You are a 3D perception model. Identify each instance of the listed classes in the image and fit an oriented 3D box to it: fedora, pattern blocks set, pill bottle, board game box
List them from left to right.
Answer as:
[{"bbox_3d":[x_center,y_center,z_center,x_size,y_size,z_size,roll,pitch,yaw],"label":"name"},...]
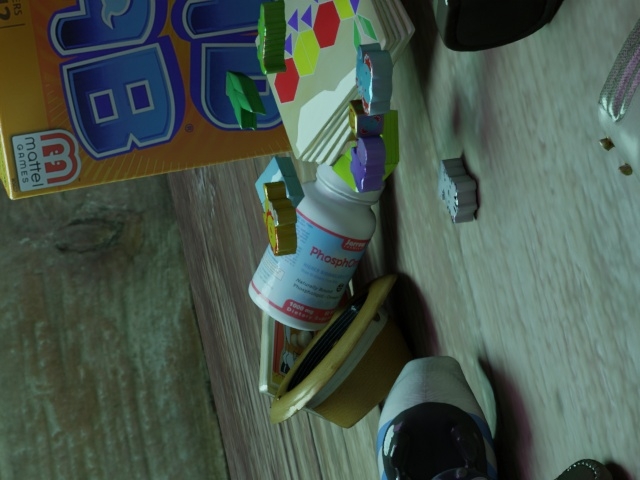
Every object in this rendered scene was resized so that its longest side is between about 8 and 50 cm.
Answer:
[{"bbox_3d":[-0.180,-0.276,1.810,0.356,0.356,0.356,-136,37,-71],"label":"board game box"},{"bbox_3d":[0.000,0.000,1.730,0.160,0.087,0.087,-64,26,20],"label":"pill bottle"},{"bbox_3d":[0.011,-0.171,1.536,0.325,0.026,0.285,-40,57,50],"label":"pattern blocks set"},{"bbox_3d":[0.033,0.119,1.716,0.079,0.194,0.194,41,170,-6],"label":"fedora"}]

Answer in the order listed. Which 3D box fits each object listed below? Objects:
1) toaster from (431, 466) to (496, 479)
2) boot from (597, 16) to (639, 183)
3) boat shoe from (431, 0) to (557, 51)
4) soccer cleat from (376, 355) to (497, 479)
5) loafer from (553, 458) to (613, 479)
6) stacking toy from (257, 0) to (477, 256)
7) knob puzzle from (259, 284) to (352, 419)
[{"bbox_3d":[0.137,0.270,1.220,0.227,0.129,0.146,34,157,36],"label":"toaster"},{"bbox_3d":[0.197,-0.006,0.933,0.165,0.077,0.213,-117,26,-53],"label":"boot"},{"bbox_3d":[0.107,-0.222,1.095,0.307,0.110,0.104,115,143,-70],"label":"boat shoe"},{"bbox_3d":[0.111,0.252,1.532,0.143,0.116,0.331,-80,-13,-65],"label":"soccer cleat"},{"bbox_3d":[0.176,0.194,1.268,0.050,0.056,0.148,43,158,-2],"label":"loafer"},{"bbox_3d":[0.039,-0.093,1.388,0.052,0.167,0.221,-114,19,-50],"label":"stacking toy"},{"bbox_3d":[-0.001,0.081,1.857,0.213,0.030,0.213,22,-116,-56],"label":"knob puzzle"}]
